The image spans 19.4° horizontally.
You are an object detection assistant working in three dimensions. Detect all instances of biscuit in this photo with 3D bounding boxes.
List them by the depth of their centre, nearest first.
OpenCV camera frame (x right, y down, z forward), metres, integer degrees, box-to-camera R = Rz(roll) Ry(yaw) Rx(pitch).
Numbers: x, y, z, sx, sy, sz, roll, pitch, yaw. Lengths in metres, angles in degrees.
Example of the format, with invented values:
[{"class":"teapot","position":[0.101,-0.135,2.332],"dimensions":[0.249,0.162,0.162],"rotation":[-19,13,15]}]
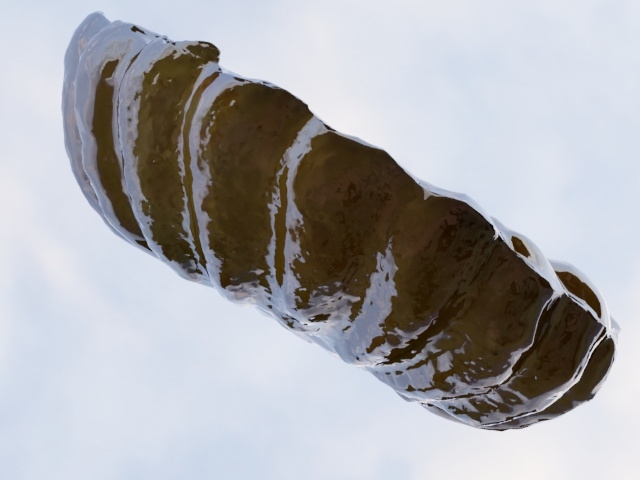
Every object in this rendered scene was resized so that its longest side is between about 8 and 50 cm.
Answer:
[{"class":"biscuit","position":[0.000,0.000,0.961],"dimensions":[0.326,0.326,0.107],"rotation":[33,-91,-25]}]
